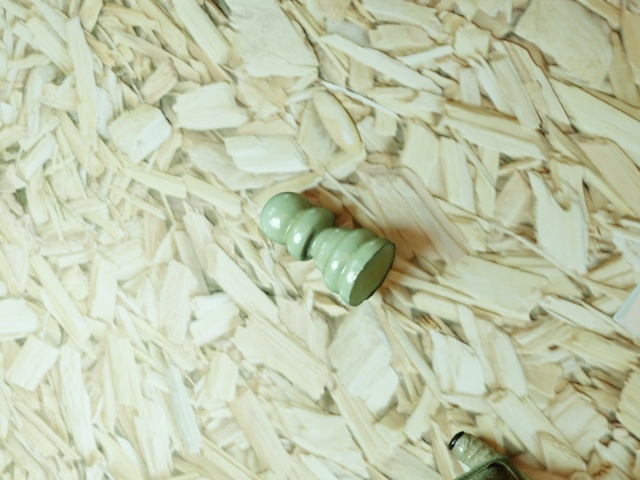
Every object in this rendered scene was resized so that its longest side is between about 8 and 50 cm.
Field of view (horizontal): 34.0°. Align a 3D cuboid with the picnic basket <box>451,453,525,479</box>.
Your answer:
[{"bbox_3d":[0.232,0.481,1.695,0.266,0.139,0.165,-37,82,25],"label":"picnic basket"}]

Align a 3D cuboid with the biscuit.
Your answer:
[{"bbox_3d":[0.311,0.400,1.756,0.219,0.061,0.055,38,69,17],"label":"biscuit"}]

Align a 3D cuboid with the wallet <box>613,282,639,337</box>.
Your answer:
[{"bbox_3d":[0.544,0.099,1.728,0.061,0.025,0.122,38,97,14],"label":"wallet"}]

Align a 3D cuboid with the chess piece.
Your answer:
[{"bbox_3d":[0.000,0.000,1.854,0.243,0.133,0.133,34,95,23],"label":"chess piece"}]
